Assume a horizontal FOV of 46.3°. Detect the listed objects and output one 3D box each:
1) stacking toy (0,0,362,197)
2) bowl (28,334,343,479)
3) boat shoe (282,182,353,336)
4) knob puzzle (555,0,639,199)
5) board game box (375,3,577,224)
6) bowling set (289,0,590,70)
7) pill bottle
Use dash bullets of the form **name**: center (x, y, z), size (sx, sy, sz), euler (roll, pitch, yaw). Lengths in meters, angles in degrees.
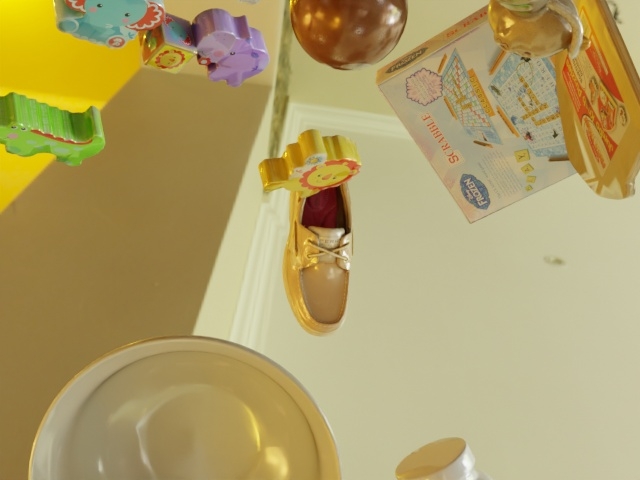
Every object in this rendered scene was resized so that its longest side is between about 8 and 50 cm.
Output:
- **stacking toy**: center (-0.080, -0.116, 0.405), size (0.221, 0.052, 0.167), euler (5, -119, -46)
- **bowl**: center (-0.128, 0.225, 0.770), size (0.298, 0.297, 0.134), euler (8, -173, -3)
- **boat shoe**: center (0.000, 0.000, 0.681), size (0.063, 0.059, 0.170), euler (1, -111, -16)
- **knob puzzle**: center (0.260, -0.125, 0.690), size (0.030, 0.213, 0.213), euler (-13, -152, 2)
- **board game box**: center (0.306, -0.219, 1.216), size (0.318, 0.318, 0.066), euler (-27, -151, 22)
- **bowling set**: center (0.070, -0.165, 0.376), size (0.287, 0.200, 0.154), euler (51, -166, 21)
- **pill bottle**: center (0.228, 0.457, 1.176), size (0.153, 0.264, 0.153), euler (-25, -179, 1)
